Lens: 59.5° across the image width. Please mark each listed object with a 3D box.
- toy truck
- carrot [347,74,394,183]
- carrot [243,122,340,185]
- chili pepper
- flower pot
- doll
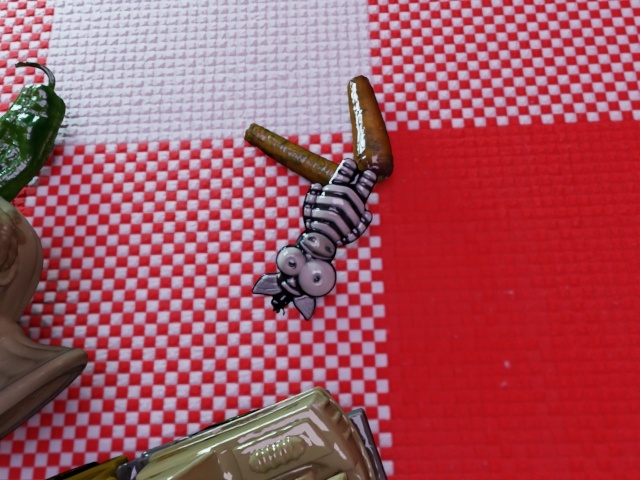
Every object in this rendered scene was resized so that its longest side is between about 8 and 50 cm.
[{"bbox_3d":[-0.134,0.280,0.547,0.405,0.254,0.180,-19,76,0],"label":"toy truck"},{"bbox_3d":[0.066,-0.153,0.774,0.055,0.055,0.161,-7,65,1],"label":"carrot"},{"bbox_3d":[-0.033,-0.114,0.769,0.171,0.042,0.042,31,77,12],"label":"carrot"},{"bbox_3d":[-0.433,-0.125,0.780,0.100,0.074,0.257,28,77,11],"label":"chili pepper"},{"bbox_3d":[-0.410,0.105,0.603,0.307,0.307,0.244,-40,91,-9],"label":"flower pot"},{"bbox_3d":[0.000,0.000,0.709,0.091,0.067,0.219,30,90,-4],"label":"doll"}]
